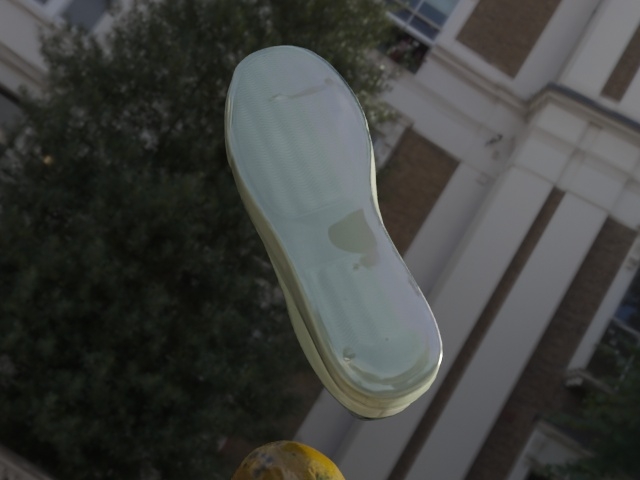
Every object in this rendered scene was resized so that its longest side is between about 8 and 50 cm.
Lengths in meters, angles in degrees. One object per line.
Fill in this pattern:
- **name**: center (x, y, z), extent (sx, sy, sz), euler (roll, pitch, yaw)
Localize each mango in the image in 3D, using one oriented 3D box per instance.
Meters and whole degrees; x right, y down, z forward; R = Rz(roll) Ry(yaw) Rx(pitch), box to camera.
- **mango**: center (-0.015, 0.167, 0.547), extent (0.079, 0.114, 0.057), euler (-21, -16, 26)

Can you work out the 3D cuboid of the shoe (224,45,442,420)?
- **shoe**: center (0.000, 0.000, 0.664), extent (0.110, 0.095, 0.264), euler (92, -19, -62)
